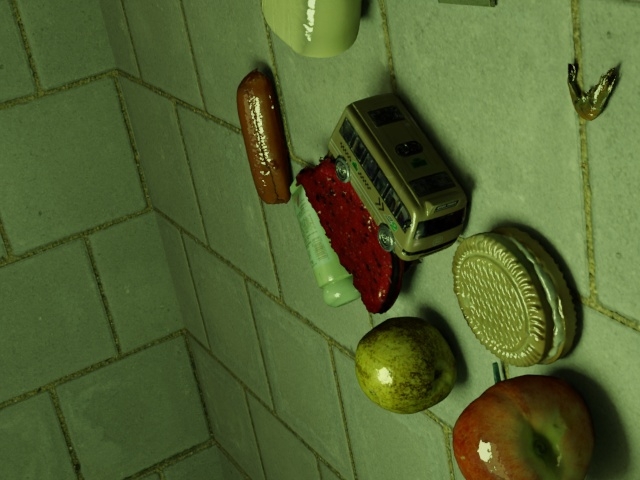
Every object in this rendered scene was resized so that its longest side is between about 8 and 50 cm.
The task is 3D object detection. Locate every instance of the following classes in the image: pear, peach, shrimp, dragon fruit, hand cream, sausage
[{"bbox_3d":[0.170,0.250,2.059,0.197,0.197,0.197,48,150,39],"label":"pear"},{"bbox_3d":[0.335,0.336,1.743,0.257,0.232,0.232,149,99,-83],"label":"peach"},{"bbox_3d":[0.364,-0.215,1.431,0.083,0.023,0.114,62,161,20],"label":"shrimp"},{"bbox_3d":[0.098,-0.029,2.088,0.343,0.100,0.282,64,158,0],"label":"dragon fruit"},{"bbox_3d":[0.000,0.000,2.349,0.305,0.093,0.147,66,163,8],"label":"hand cream"},{"bbox_3d":[-0.130,-0.232,2.425,0.102,0.102,0.330,31,137,55],"label":"sausage"}]

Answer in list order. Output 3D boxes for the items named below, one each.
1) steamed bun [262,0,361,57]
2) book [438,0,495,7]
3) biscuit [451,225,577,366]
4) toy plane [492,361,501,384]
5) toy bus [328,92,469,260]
[{"bbox_3d":[-0.010,-0.454,1.878,0.250,0.155,0.200,-125,28,-44],"label":"steamed bun"},{"bbox_3d":[0.206,-0.451,1.579,0.138,0.016,0.198,27,134,57],"label":"book"},{"bbox_3d":[0.317,0.096,1.743,0.259,0.079,0.259,48,151,39],"label":"biscuit"},{"bbox_3d":[0.351,0.341,1.918,0.096,0.060,0.235,-148,44,-66],"label":"toy plane"},{"bbox_3d":[0.142,-0.116,1.874,0.289,0.139,0.157,61,152,26],"label":"toy bus"}]
